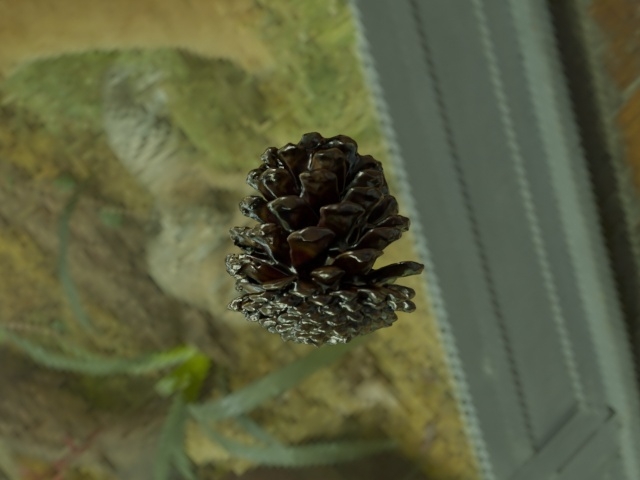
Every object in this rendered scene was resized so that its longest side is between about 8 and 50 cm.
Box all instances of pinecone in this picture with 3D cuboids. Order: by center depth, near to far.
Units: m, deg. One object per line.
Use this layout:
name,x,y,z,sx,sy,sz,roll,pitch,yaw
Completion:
pinecone,0.000,0.000,0.705,0.077,0.077,0.083,-20,71,55
